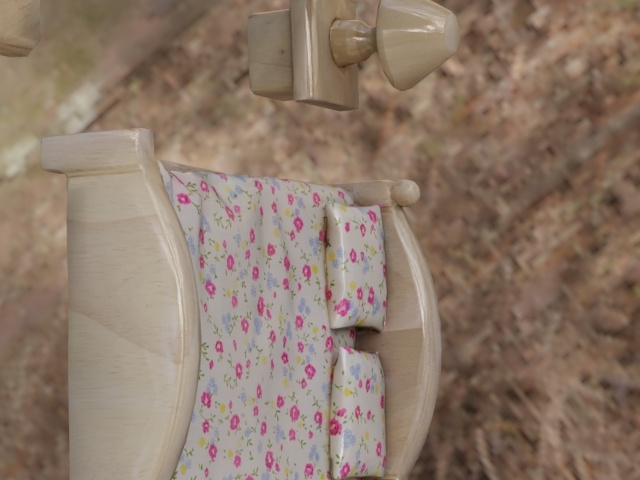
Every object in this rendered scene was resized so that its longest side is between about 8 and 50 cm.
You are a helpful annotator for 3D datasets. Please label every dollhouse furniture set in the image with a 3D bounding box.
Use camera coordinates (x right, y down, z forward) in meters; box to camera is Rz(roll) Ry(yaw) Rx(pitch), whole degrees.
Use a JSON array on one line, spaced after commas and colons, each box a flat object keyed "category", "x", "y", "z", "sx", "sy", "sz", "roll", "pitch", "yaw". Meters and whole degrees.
[{"category": "dollhouse furniture set", "x": 0.000, "y": 0.000, "z": 0.669, "sx": 0.174, "sy": 0.303, "sz": 0.355, "roll": -4, "pitch": 86, "yaw": 26}]
